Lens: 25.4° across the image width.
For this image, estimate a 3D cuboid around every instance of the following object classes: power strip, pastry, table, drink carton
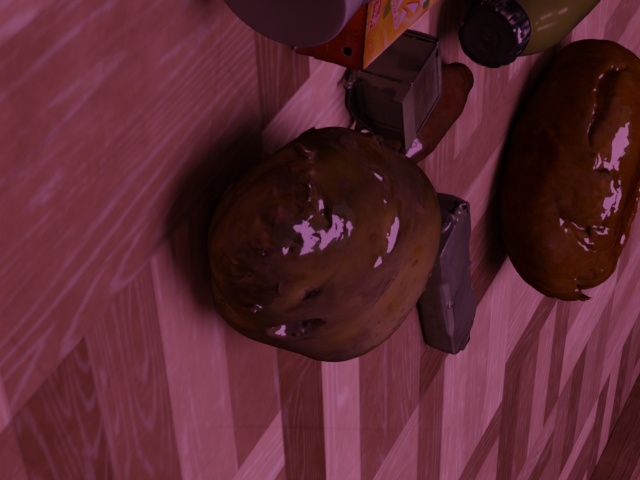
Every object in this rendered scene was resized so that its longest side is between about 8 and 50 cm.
[{"bbox_3d":[0.148,0.048,1.662,0.080,0.048,0.286,-59,156,-25],"label":"power strip"},{"bbox_3d":[0.353,-0.094,1.903,0.356,0.163,0.356,-47,145,-49],"label":"pastry"},{"bbox_3d":[0.065,-0.137,1.285,0.083,0.062,0.079,-59,156,-30],"label":"table"},{"bbox_3d":[0.058,-0.235,1.182,0.223,0.071,0.096,-47,148,-46],"label":"drink carton"}]

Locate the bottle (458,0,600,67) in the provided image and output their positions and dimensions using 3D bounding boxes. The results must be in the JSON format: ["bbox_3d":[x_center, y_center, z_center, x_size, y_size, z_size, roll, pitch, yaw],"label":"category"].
[{"bbox_3d":[0.224,-0.257,1.516,0.260,0.112,0.112,-44,145,-52],"label":"bottle"}]

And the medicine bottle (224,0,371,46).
[{"bbox_3d":[0.026,-0.256,1.000,0.250,0.131,0.131,-57,154,-34],"label":"medicine bottle"}]

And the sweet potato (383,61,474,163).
[{"bbox_3d":[0.111,-0.132,1.420,0.255,0.058,0.078,-48,165,-52],"label":"sweet potato"}]

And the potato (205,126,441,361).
[{"bbox_3d":[0.000,0.000,1.134,0.192,0.141,0.296,-56,160,5],"label":"potato"}]
